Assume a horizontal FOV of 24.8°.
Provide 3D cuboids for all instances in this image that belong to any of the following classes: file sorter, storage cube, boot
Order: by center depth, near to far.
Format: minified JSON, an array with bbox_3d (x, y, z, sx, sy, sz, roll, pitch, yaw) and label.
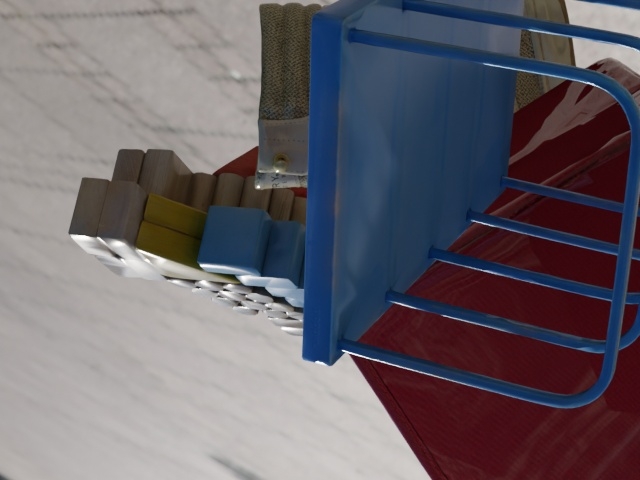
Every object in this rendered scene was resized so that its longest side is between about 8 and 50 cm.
[{"bbox_3d":[0.078,-0.034,0.503,0.104,0.170,0.118,14,118,22],"label":"file sorter"},{"bbox_3d":[0.131,0.044,0.742,0.215,0.193,0.184,56,-174,-11],"label":"storage cube"},{"bbox_3d":[0.061,-0.031,0.901,0.203,0.262,0.095,-5,175,-3],"label":"boot"}]

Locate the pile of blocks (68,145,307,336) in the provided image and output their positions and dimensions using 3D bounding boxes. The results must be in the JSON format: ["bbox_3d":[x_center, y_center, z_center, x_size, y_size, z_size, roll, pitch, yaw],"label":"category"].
[{"bbox_3d":[0.000,0.000,1.049,0.362,0.113,0.149,22,158,-31],"label":"pile of blocks"}]
